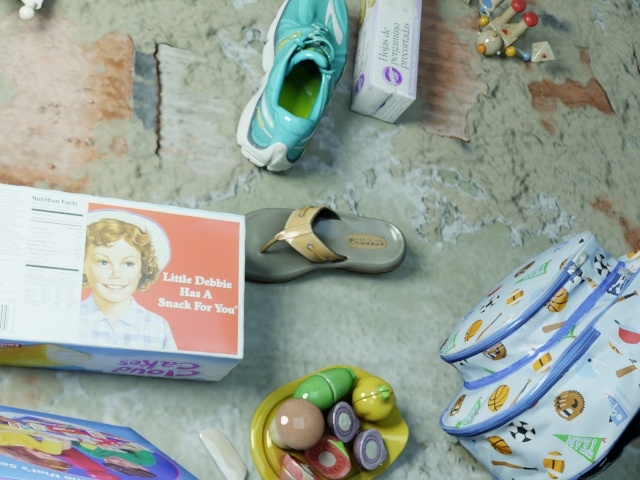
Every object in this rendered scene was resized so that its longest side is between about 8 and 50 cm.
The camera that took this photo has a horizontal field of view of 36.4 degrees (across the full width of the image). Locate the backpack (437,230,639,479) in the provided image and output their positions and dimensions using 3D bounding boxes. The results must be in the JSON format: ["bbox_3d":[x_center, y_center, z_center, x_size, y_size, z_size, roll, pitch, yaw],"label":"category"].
[{"bbox_3d":[0.252,0.136,1.033,0.213,0.276,0.263,38,63,1],"label":"backpack"}]

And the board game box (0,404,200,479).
[{"bbox_3d":[-0.265,0.178,0.720,0.347,0.233,0.078,18,86,-32],"label":"board game box"}]

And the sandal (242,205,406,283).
[{"bbox_3d":[0.000,0.000,1.080,0.219,0.060,0.090,3,65,-18],"label":"sandal"}]

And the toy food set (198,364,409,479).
[{"bbox_3d":[0.004,0.196,0.986,0.218,0.071,0.128,-21,77,-32],"label":"toy food set"}]

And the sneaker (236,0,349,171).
[{"bbox_3d":[-0.012,-0.205,1.145,0.107,0.110,0.275,22,58,-15],"label":"sneaker"}]

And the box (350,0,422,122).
[{"bbox_3d":[0.092,-0.308,1.270,0.063,0.067,0.324,16,62,-18],"label":"box"}]

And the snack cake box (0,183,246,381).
[{"bbox_3d":[-0.209,0.043,0.937,0.264,0.089,0.152,8,65,-20],"label":"snack cake box"}]

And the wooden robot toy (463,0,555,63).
[{"bbox_3d":[0.241,-0.291,1.336,0.079,0.076,0.173,-41,88,-23],"label":"wooden robot toy"}]

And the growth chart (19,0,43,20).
[{"bbox_3d":[-0.376,-0.354,1.038,0.237,0.021,0.172,41,41,-25],"label":"growth chart"}]
